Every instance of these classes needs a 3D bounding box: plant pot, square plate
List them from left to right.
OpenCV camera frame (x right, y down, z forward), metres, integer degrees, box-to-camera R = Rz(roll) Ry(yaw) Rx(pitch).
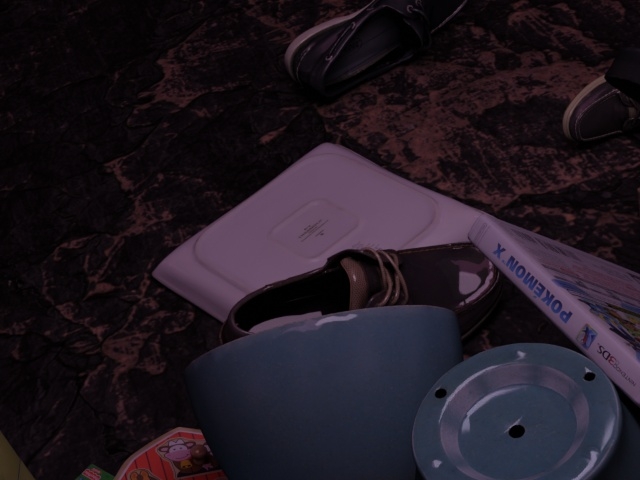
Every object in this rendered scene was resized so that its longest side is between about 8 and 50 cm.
[{"bbox_3d":[0.000,0.000,1.737,0.347,0.049,0.344,-38,42,-24],"label":"square plate"},{"bbox_3d":[0.021,0.202,1.342,0.290,0.290,0.195,-14,74,3],"label":"plant pot"},{"bbox_3d":[0.201,0.240,1.186,0.271,0.255,0.272,-13,41,12],"label":"plant pot"}]

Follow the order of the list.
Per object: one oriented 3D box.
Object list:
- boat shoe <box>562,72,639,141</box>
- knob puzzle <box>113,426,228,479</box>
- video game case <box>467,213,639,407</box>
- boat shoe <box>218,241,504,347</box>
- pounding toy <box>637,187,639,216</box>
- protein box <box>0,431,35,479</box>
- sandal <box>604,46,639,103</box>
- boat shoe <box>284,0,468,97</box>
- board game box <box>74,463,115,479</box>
[{"bbox_3d":[0.433,-0.192,1.789,0.223,0.080,0.073,-26,34,-18],"label":"boat shoe"},{"bbox_3d":[-0.141,0.256,1.453,0.213,0.030,0.213,-2,27,1],"label":"knob puzzle"},{"bbox_3d":[0.341,0.099,1.327,0.036,0.329,0.300,-59,38,16],"label":"video game case"},{"bbox_3d":[0.053,0.080,1.521,0.355,0.130,0.132,-21,62,-11],"label":"boat shoe"},{"bbox_3d":[0.445,-0.028,1.568,0.141,0.100,0.130,-21,38,-7],"label":"pounding toy"},{"bbox_3d":[-0.423,0.312,1.391,0.201,0.136,0.200,-24,27,5],"label":"protein box"},{"bbox_3d":[0.494,-0.066,1.456,0.107,0.445,0.167,-62,11,3],"label":"sandal"},{"bbox_3d":[0.113,-0.323,2.027,0.340,0.127,0.113,-26,40,-9],"label":"boat shoe"},{"bbox_3d":[-0.263,0.351,1.412,0.160,0.039,0.211,20,51,36],"label":"board game box"}]
